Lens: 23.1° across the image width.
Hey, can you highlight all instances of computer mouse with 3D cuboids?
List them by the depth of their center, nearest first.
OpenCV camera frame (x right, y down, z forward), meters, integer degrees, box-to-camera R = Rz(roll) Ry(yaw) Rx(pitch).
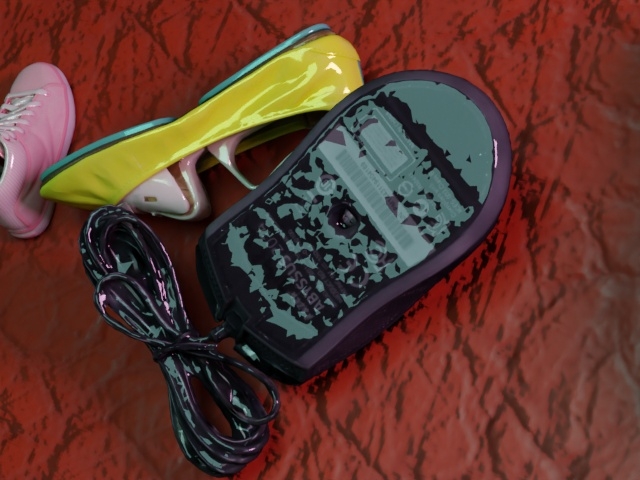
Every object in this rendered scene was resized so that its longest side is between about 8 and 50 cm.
[{"bbox_3d":[0.000,0.000,0.949,0.272,0.072,0.188,-35,76,14],"label":"computer mouse"}]

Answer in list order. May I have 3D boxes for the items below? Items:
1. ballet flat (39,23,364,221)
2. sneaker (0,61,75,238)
[{"bbox_3d":[-0.073,-0.057,1.014,0.231,0.077,0.077,-27,83,9],"label":"ballet flat"},{"bbox_3d":[-0.210,-0.075,1.079,0.051,0.070,0.134,-7,64,23],"label":"sneaker"}]
